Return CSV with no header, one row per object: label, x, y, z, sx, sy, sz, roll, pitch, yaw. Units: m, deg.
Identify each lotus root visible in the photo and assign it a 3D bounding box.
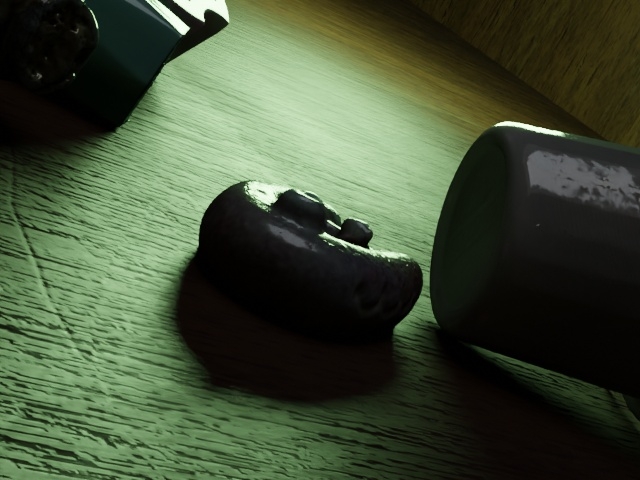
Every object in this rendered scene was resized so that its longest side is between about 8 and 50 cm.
lotus root,-0.315,-0.225,1.167,0.349,0.175,0.175,27,11,25

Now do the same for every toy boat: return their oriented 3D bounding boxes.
toy boat,0.000,0.000,1.174,0.155,0.085,0.227,36,15,20

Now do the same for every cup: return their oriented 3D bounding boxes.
cup,-0.231,-0.206,1.336,0.235,0.134,0.148,33,-14,-5

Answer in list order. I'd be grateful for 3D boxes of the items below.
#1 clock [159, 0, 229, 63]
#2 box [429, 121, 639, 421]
clock,-0.228,-0.318,1.543,0.338,0.102,0.338,53,15,-21
box,0.212,0.029,1.273,0.206,0.262,0.291,14,26,-12
